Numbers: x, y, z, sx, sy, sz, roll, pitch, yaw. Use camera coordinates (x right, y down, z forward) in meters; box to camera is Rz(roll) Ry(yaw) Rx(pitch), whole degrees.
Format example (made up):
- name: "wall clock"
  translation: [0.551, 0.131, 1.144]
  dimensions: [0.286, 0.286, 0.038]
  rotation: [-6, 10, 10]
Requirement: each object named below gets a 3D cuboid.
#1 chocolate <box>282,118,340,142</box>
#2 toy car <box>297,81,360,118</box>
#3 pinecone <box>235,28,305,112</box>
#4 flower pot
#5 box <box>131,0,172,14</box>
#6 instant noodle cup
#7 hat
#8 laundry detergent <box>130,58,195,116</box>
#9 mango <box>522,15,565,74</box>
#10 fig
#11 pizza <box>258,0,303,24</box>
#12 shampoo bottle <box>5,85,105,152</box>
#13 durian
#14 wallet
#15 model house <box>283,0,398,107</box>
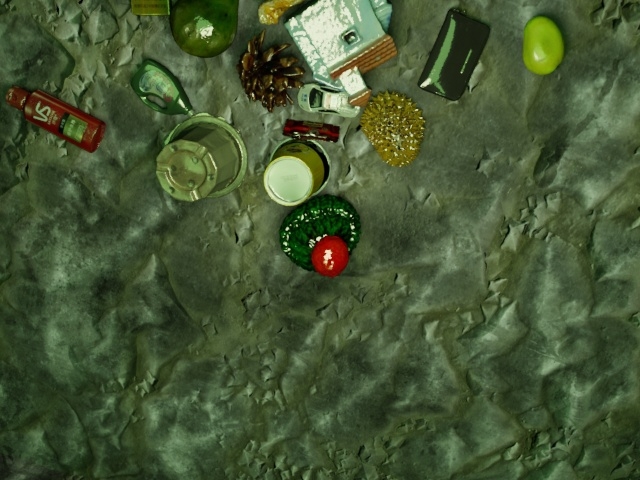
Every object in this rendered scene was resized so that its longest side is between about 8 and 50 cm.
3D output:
- name: "chocolate"
  translation: [-0.028, -0.354, 1.664]
  dimensions: [0.183, 0.086, 0.028]
  rotation: [9, 145, 6]
- name: "toy car"
  translation: [0.028, -0.441, 1.637]
  dimensions: [0.205, 0.056, 0.095]
  rotation: [8, 111, 2]
- name: "pinecone"
  translation: [-0.145, -0.497, 1.549]
  dimensions: [0.201, 0.229, 0.202]
  rotation: [39, 87, 5]
- name: "flower pot"
  translation: [-0.390, -0.240, 1.638]
  dimensions: [0.291, 0.259, 0.290]
  rotation: [2, 111, 4]
- name: "box"
  translation: [-0.521, -0.791, 1.581]
  dimensions: [0.122, 0.030, 0.193]
  rotation: [3, 109, 4]
- name: "instant noodle cup"
  translation: [-0.083, -0.208, 1.634]
  dimensions: [0.216, 0.236, 0.215]
  rotation: [2, 109, 7]
- name: "hat"
  translation: [0.000, 0.000, 1.641]
  dimensions: [0.242, 0.332, 0.274]
  rotation: [39, 105, -16]
- name: "laundry detergent"
  translation: [-0.500, -0.470, 1.674]
  dimensions: [0.211, 0.063, 0.137]
  rotation: [41, 109, -11]
- name: "mango"
  translation: [0.654, -0.569, 1.515]
  dimensions: [0.117, 0.089, 0.163]
  rotation: [-3, 108, 6]
- name: "fig"
  translation: [-0.327, -0.661, 1.523]
  dimensions: [0.195, 0.195, 0.245]
  rotation: [42, 116, -9]
- name: "pizza"
  translation: [-0.029, -0.736, 1.472]
  dimensions: [0.365, 0.182, 0.074]
  rotation: [-36, 120, 10]
- name: "shampoo bottle"
  translation: [-0.876, -0.410, 1.720]
  dimensions: [0.314, 0.076, 0.118]
  rotation: [27, 112, -4]
- name: "durian"
  translation: [0.231, -0.349, 1.614]
  dimensions: [0.183, 0.138, 0.249]
  rotation: [-32, 97, 23]
- name: "wallet"
  translation: [0.406, -0.557, 1.569]
  dimensions: [0.149, 0.044, 0.250]
  rotation: [21, 109, -6]
- name: "model house"
  translation: [0.092, -0.568, 1.504]
  dimensions: [0.295, 0.251, 0.329]
  rotation: [-29, 111, 13]
